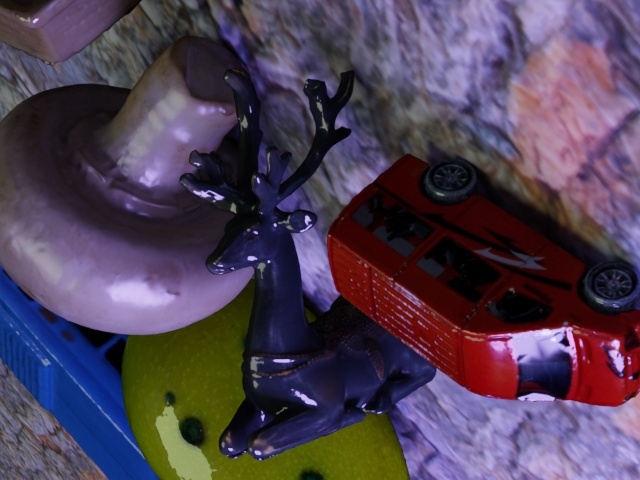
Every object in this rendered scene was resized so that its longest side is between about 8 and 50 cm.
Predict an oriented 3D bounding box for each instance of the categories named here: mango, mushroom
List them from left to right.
[{"bbox_3d":[-0.130,-0.031,1.132,0.206,0.206,0.209,54,151,-4],"label":"mushroom"},{"bbox_3d":[-0.035,0.153,1.233,0.293,0.175,0.143,55,165,10],"label":"mango"}]

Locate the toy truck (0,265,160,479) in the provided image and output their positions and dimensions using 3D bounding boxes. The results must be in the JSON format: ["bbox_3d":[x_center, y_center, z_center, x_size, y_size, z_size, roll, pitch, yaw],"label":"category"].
[{"bbox_3d":[-0.128,0.133,1.395,0.385,0.162,0.161,45,154,15],"label":"toy truck"}]

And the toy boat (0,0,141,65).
[{"bbox_3d":[-0.212,-0.199,1.144,0.188,0.116,0.061,32,156,34],"label":"toy boat"}]

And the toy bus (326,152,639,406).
[{"bbox_3d":[0.098,0.033,0.935,0.195,0.089,0.081,36,152,32],"label":"toy bus"}]

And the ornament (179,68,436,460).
[{"bbox_3d":[0.000,0.000,1.032,0.080,0.202,0.236,2,105,38],"label":"ornament"}]
